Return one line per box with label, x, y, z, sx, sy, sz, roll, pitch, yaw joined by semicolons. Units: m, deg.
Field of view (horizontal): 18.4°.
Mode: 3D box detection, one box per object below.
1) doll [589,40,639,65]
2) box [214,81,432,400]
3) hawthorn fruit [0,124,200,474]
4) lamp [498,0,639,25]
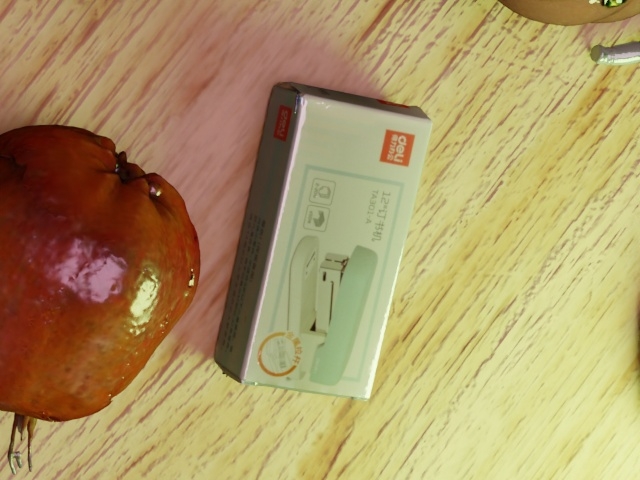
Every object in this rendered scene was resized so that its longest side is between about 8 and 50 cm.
doll;0.367;-0.199;1.868;0.227;0.057;0.114;4;92;-13
box;0.000;0.000;1.748;0.135;0.079;0.269;10;96;-23
hawthorn fruit;-0.219;0.056;1.612;0.211;0.211;0.299;15;105;-23
lamp;0.240;-0.334;1.691;0.305;0.240;0.305;-30;154;-16
